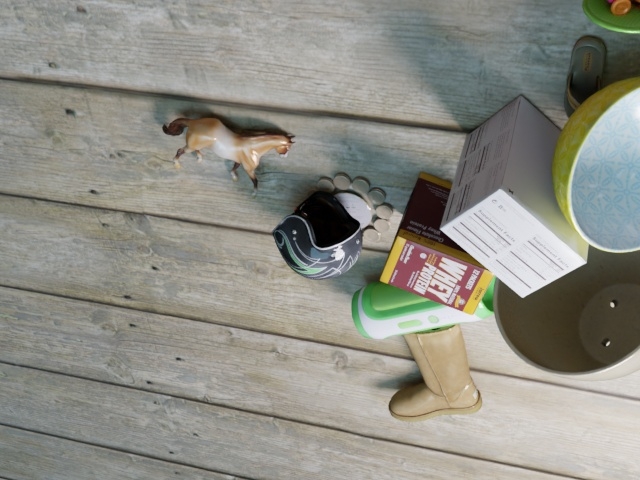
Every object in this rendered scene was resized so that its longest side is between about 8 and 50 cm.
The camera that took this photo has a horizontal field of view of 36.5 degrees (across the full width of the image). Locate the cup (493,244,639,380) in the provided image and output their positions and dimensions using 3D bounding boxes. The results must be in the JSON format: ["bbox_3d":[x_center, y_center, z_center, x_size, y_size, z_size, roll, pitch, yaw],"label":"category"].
[{"bbox_3d":[0.519,0.122,1.791,0.331,0.331,0.237,-13,150,32],"label":"cup"}]

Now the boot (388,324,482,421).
[{"bbox_3d":[0.232,0.285,2.198,0.236,0.089,0.269,-12,127,18],"label":"boot"}]

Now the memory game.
[{"bbox_3d":[0.060,-0.063,1.983,0.186,0.012,0.186,11,135,12],"label":"memory game"}]

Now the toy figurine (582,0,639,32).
[{"bbox_3d":[0.482,-0.405,1.410,0.173,0.130,0.159,-4,133,-4],"label":"toy figurine"}]

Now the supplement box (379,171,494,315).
[{"bbox_3d":[0.239,0.004,1.842,0.191,0.194,0.129,21,136,3],"label":"supplement box"}]

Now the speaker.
[{"bbox_3d":[0.215,0.126,2.016,0.296,0.131,0.131,-15,124,33],"label":"speaker"}]

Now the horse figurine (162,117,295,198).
[{"bbox_3d":[-0.197,-0.184,1.937,0.263,0.066,0.174,23,142,-3],"label":"horse figurine"}]

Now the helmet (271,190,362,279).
[{"bbox_3d":[0.000,0.000,1.944,0.161,0.169,0.169,47,133,0],"label":"helmet"}]

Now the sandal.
[{"bbox_3d":[0.443,-0.252,1.618,0.072,0.049,0.180,6,133,17],"label":"sandal"}]

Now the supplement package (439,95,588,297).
[{"bbox_3d":[0.348,-0.077,1.670,0.204,0.262,0.145,38,135,-16],"label":"supplement package"}]

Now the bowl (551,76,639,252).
[{"bbox_3d":[0.481,-0.143,1.569,0.289,0.156,0.289,-10,119,-18],"label":"bowl"}]
